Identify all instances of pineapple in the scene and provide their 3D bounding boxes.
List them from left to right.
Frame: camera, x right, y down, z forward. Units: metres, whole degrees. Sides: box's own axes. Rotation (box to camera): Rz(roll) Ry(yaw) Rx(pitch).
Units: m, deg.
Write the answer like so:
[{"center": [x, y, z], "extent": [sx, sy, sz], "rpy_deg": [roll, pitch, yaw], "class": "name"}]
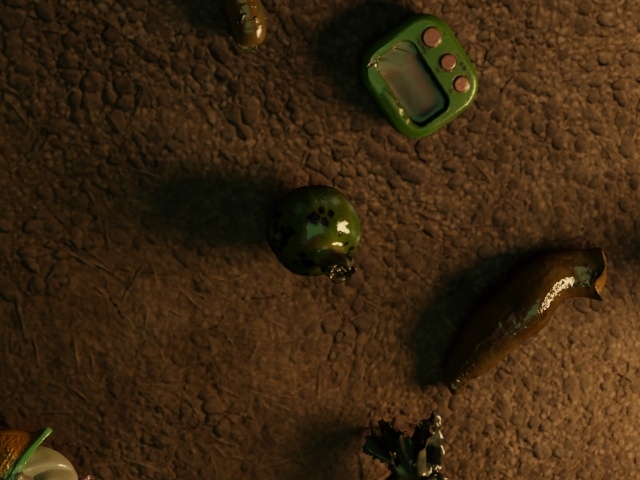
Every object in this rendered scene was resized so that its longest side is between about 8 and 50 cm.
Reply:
[{"center": [0.163, 0.411, 1.547], "extent": [0.175, 0.175, 0.361], "rpy_deg": [-9, 93, -7], "class": "pineapple"}]

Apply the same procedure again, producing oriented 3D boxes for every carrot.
[{"center": [-0.111, -0.348, 1.339], "extent": [0.049, 0.049, 0.254], "rpy_deg": [-16, 105, -4], "class": "carrot"}]

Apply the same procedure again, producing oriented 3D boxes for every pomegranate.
[{"center": [0.000, 0.000, 1.413], "extent": [0.122, 0.161, 0.122], "rpy_deg": [-18, 135, -19], "class": "pomegranate"}]

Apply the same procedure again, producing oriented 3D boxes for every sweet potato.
[{"center": [0.273, 0.107, 1.529], "extent": [0.286, 0.085, 0.112], "rpy_deg": [-44, 114, 6], "class": "sweet potato"}]

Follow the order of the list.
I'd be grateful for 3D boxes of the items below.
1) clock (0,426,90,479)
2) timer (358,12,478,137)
[{"center": [-0.400, 0.347, 1.481], "extent": [0.144, 0.103, 0.231], "rpy_deg": [28, 100, -9], "class": "clock"}, {"center": [0.122, -0.207, 1.420], "extent": [0.128, 0.047, 0.140], "rpy_deg": [-36, 110, 1], "class": "timer"}]
